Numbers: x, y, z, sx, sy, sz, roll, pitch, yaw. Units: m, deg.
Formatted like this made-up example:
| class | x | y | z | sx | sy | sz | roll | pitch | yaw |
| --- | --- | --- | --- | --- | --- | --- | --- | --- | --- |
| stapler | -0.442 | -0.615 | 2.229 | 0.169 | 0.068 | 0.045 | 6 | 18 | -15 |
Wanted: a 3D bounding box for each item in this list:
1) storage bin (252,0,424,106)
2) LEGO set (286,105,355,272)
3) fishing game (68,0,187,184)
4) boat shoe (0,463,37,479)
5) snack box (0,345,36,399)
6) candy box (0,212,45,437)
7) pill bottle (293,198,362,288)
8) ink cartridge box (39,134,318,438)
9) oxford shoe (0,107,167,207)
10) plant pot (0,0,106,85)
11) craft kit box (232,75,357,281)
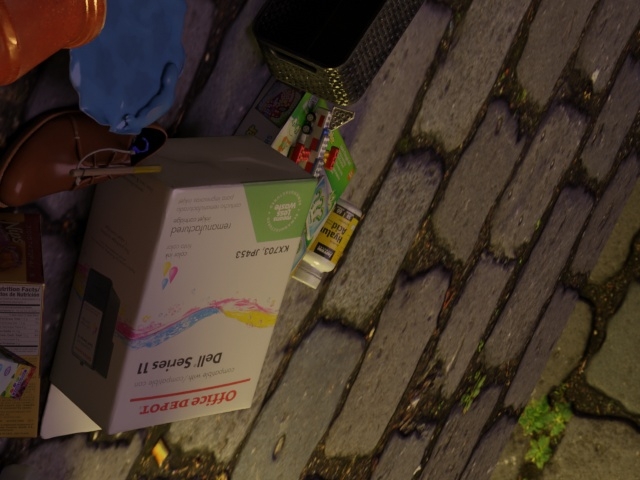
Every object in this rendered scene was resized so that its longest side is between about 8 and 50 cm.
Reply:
| class | x | y | z | sx | sy | sz | roll | pitch | yaw |
| --- | --- | --- | --- | --- | --- | --- | --- | --- | --- |
| storage bin | 0.023 | -0.253 | 1.895 | 0.180 | 0.122 | 0.084 | -57 | 156 | -17 |
| LEGO set | -0.026 | -0.040 | 1.972 | 0.182 | 0.060 | 0.244 | -55 | 156 | -31 |
| fishing game | -0.182 | -0.189 | 1.582 | 0.189 | 0.041 | 0.264 | -17 | 111 | -59 |
| boat shoe | -0.376 | 0.365 | 1.681 | 0.367 | 0.157 | 0.135 | -83 | 173 | -47 |
| snack box | -0.326 | 0.085 | 1.468 | 0.037 | 0.141 | 0.100 | -63 | 158 | 0 |
| candy box | -0.285 | 0.079 | 1.598 | 0.109 | 0.053 | 0.186 | -105 | -159 | -53 |
| pill bottle | 0.000 | 0.000 | 2.194 | 0.116 | 0.065 | 0.065 | -63 | 158 | -3 |
| ink cartridge box | -0.153 | 0.074 | 1.804 | 0.207 | 0.119 | 0.353 | -7 | 122 | -44 |
| oxford shoe | -0.222 | -0.080 | 1.608 | 0.212 | 0.076 | 0.076 | -35 | 146 | -47 |
| plant pot | -0.325 | -0.150 | 1.092 | 0.265 | 0.272 | 0.272 | -46 | 153 | -21 |
| craft kit box | -0.061 | -0.046 | 2.029 | 0.246 | 0.061 | 0.250 | -56 | 157 | -13 |
